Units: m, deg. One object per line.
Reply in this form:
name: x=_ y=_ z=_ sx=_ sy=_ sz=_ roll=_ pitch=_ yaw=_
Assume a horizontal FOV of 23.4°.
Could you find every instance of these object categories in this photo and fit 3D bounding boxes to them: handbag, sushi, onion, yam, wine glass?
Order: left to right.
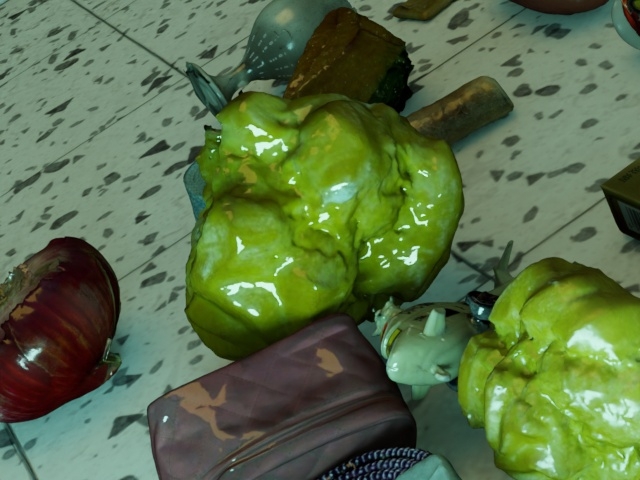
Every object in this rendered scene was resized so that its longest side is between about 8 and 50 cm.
onion: x=-0.323 y=0.108 z=1.765 sx=0.248 sy=0.161 sz=0.248 roll=-26 pitch=17 yaw=9
wine glass: x=-0.065 y=-0.269 z=2.194 sx=0.241 sy=0.126 sz=0.126 roll=-37 pitch=28 yaw=-10
handbag: x=-0.031 y=0.175 z=1.341 sx=0.225 sy=0.146 sz=0.135 roll=-23 pitch=57 yaw=-18
sushi: x=0.048 y=-0.198 z=1.950 sx=0.149 sy=0.140 sz=0.287 roll=-18 pitch=31 yaw=26
yam: x=0.090 y=-0.107 z=1.842 sx=0.299 sy=0.066 sz=0.066 roll=-29 pitch=27 yaw=-1

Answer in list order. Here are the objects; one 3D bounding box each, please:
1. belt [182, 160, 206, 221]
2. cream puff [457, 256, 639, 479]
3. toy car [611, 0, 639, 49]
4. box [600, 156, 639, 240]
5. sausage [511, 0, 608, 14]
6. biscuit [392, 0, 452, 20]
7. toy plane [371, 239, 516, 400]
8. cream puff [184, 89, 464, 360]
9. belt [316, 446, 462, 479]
belt: x=-0.089 y=-0.073 z=1.929 sx=0.163 sy=0.082 sz=0.147 roll=-30 pitch=37 yaw=-16
cream puff: x=0.203 y=0.115 z=1.248 sx=0.194 sy=0.195 sz=0.221 roll=-35 pitch=23 yaw=-11
toy car: x=0.383 y=-0.266 z=1.774 sx=0.112 sy=0.139 sz=0.112 roll=-19 pitch=45 yaw=60
box: x=0.394 y=-0.040 z=1.432 sx=0.159 sy=0.071 sz=0.240 roll=-33 pitch=28 yaw=-14
sausage: x=0.292 y=-0.376 z=2.011 sx=0.152 sy=0.152 sz=0.279 roll=-34 pitch=27 yaw=-9
biscuit: x=0.154 y=-0.344 z=2.229 sx=0.081 sy=0.018 sz=0.083 roll=-39 pitch=29 yaw=-20
toy plane: x=0.128 y=0.071 z=1.412 sx=0.108 sy=0.092 sz=0.286 roll=22 pitch=26 yaw=28
cream puff: x=0.005 y=0.000 z=1.495 sx=0.274 sy=0.270 sz=0.323 roll=0 pitch=-4 yaw=-6
belt: x=0.030 y=0.296 z=1.159 sx=0.260 sy=0.122 sz=0.325 roll=-23 pitch=25 yaw=27
